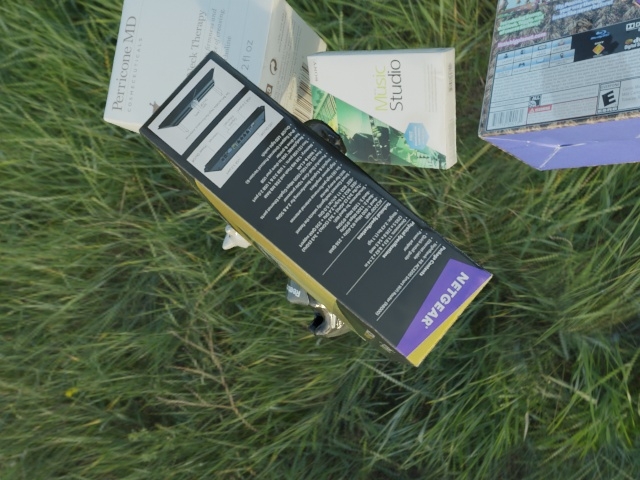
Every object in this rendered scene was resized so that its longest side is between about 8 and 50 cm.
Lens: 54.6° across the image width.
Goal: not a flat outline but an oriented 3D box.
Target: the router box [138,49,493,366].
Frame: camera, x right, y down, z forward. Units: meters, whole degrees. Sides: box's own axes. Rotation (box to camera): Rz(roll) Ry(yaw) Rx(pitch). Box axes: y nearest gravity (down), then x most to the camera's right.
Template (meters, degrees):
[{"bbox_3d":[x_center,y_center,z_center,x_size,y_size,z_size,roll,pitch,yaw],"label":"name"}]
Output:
[{"bbox_3d":[0.000,0.000,0.546,0.243,0.309,0.081,39,84,9],"label":"router box"}]

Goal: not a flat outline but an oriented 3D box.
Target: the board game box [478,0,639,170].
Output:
[{"bbox_3d":[0.340,-0.248,0.729,0.232,0.141,0.291,2,78,49],"label":"board game box"}]

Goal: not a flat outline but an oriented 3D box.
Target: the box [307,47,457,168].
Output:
[{"bbox_3d":[0.125,-0.277,1.297,0.322,0.058,0.232,10,118,35],"label":"box"}]

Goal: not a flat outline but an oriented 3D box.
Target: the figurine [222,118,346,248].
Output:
[{"bbox_3d":[-0.078,-0.082,1.063,0.092,0.209,0.215,44,145,14],"label":"figurine"}]

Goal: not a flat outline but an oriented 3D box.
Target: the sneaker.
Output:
[{"bbox_3d":[-0.008,0.041,0.880,0.106,0.078,0.234,-25,108,-16],"label":"sneaker"}]

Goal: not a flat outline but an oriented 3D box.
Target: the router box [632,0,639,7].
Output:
[{"bbox_3d":[0.419,-0.301,0.423,0.082,0.301,0.335,49,144,14],"label":"router box"}]

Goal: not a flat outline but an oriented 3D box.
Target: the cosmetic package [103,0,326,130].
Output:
[{"bbox_3d":[-0.244,-0.391,1.513,0.394,0.327,0.329,10,91,21],"label":"cosmetic package"}]
